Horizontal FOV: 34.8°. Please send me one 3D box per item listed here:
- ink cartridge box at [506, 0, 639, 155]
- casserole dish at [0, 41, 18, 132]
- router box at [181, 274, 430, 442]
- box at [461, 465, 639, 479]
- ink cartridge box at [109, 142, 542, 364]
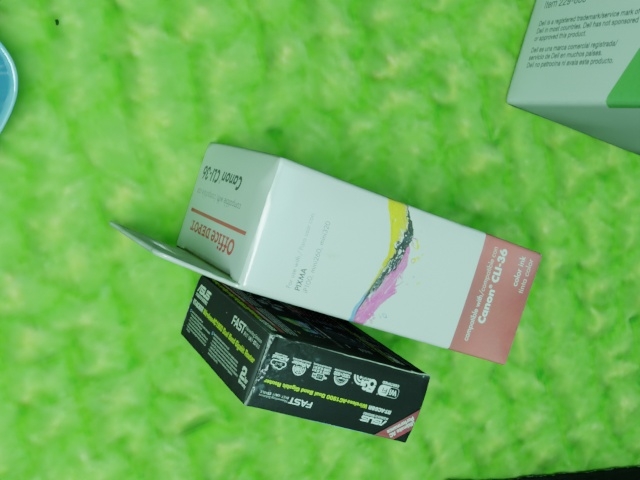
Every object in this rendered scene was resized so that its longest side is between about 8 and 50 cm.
[{"bbox_3d":[0.245,-0.196,0.569,0.122,0.211,0.289,16,91,-25],"label":"ink cartridge box"},{"bbox_3d":[-0.227,-0.046,0.476,0.114,0.037,0.188,38,81,-23],"label":"casserole dish"},{"bbox_3d":[-0.012,0.060,0.538,0.092,0.122,0.038,18,94,-25],"label":"router box"},{"bbox_3d":[0.241,0.333,0.658,0.313,0.179,0.343,0,97,-23],"label":"box"},{"bbox_3d":[0.000,0.000,0.539,0.198,0.115,0.067,18,90,-25],"label":"ink cartridge box"}]
